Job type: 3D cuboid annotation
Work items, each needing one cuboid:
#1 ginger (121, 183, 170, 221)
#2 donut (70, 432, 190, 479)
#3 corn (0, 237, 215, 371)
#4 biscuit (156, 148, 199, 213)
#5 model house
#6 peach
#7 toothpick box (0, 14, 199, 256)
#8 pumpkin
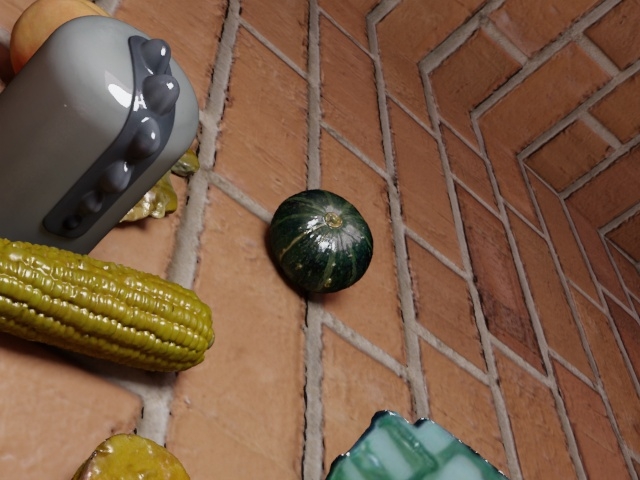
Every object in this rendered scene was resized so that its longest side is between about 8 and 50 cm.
[{"bbox_3d":[-0.293,-0.101,1.270,0.176,0.052,0.193,35,46,-11],"label":"ginger"},{"bbox_3d":[-0.200,0.291,0.901,0.162,0.065,0.178,46,25,-18],"label":"donut"},{"bbox_3d":[-0.271,0.075,1.008,0.363,0.120,0.120,23,37,-42],"label":"corn"},{"bbox_3d":[-0.249,-0.116,1.388,0.174,0.039,0.183,56,27,16],"label":"biscuit"},{"bbox_3d":[0.170,0.416,1.187,0.295,0.251,0.329,36,-5,27],"label":"model house"},{"bbox_3d":[-0.363,-0.270,1.269,0.184,0.184,0.184,37,29,-24],"label":"peach"},{"bbox_3d":[-0.278,-0.120,1.031,0.229,0.316,0.229,37,30,-25],"label":"toothpick box"},{"bbox_3d":[0.001,0.001,1.504,0.190,0.146,0.190,11,67,-27],"label":"pumpkin"}]
